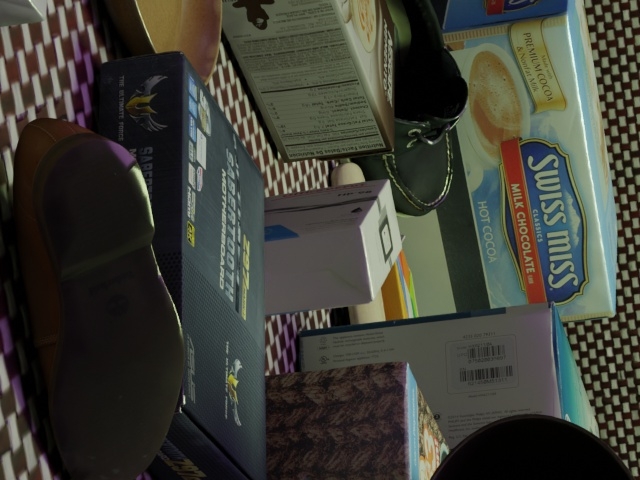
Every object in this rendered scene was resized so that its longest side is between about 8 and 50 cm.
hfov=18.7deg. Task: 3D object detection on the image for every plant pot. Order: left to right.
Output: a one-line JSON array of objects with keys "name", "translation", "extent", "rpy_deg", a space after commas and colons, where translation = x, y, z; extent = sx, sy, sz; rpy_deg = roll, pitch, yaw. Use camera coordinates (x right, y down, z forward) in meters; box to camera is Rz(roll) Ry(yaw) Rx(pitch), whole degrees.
[{"name": "plant pot", "translation": [-0.112, -0.211, 1.255], "extent": [0.236, 0.032, 0.236], "rpy_deg": [-7, 90, -78]}]

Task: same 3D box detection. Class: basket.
[{"name": "basket", "translation": [0.146, 0.245, 1.247], "extent": [0.227, 0.154, 0.204], "rpy_deg": [65, 22, -64]}]

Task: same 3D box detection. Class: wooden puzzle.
[{"name": "wooden puzzle", "translation": [0.069, 0.068, 1.832], "extent": [0.238, 0.044, 0.221], "rpy_deg": [58, 22, -61]}]

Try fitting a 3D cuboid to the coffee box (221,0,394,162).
[{"name": "coffee box", "translation": [-0.014, -0.189, 1.518], "extent": [0.246, 0.098, 0.141], "rpy_deg": [65, 22, -54]}]

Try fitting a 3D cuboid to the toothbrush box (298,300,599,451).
[{"name": "toothbrush box", "translation": [0.121, 0.175, 1.657], "extent": [0.295, 0.216, 0.126], "rpy_deg": [59, 26, -59]}]

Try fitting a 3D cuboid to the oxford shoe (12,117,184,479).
[{"name": "oxford shoe", "translation": [-0.121, 0.033, 1.015], "extent": [0.076, 0.076, 0.212], "rpy_deg": [34, -46, 51]}]

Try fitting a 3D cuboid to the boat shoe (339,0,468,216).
[{"name": "boat shoe", "translation": [0.081, -0.143, 1.797], "extent": [0.127, 0.113, 0.340], "rpy_deg": [-49, 137, -34]}]

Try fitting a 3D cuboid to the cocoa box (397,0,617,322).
[{"name": "cocoa box", "translation": [0.181, -0.104, 2.046], "extent": [0.231, 0.228, 0.347], "rpy_deg": [-71, 152, -63]}]

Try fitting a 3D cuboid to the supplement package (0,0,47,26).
[{"name": "supplement package", "translation": [-0.173, -0.185, 0.798], "extent": [0.105, 0.105, 0.179], "rpy_deg": [59, 27, -61]}]

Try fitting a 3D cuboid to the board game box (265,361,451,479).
[{"name": "board game box", "translation": [0.025, 0.252, 1.360], "extent": [0.291, 0.141, 0.232], "rpy_deg": [62, 25, -59]}]

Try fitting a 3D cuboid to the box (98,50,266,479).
[{"name": "box", "translation": [-0.082, 0.028, 1.193], "extent": [0.183, 0.059, 0.232], "rpy_deg": [60, 26, -63]}]

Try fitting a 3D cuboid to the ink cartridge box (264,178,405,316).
[{"name": "ink cartridge box", "translation": [0.000, 0.000, 1.472], "extent": [0.180, 0.104, 0.060], "rpy_deg": [-57, 138, -71]}]
